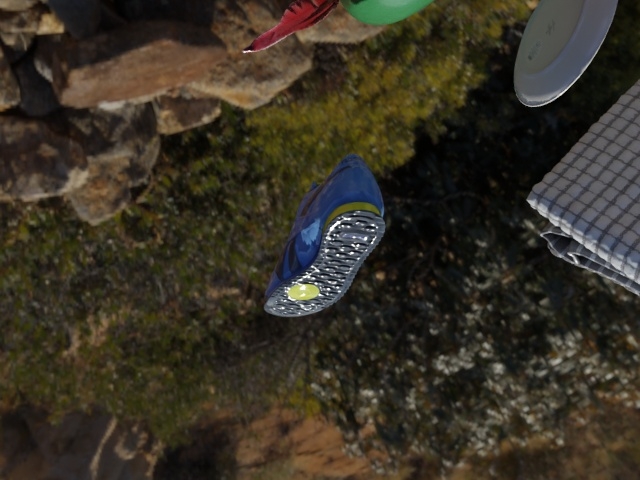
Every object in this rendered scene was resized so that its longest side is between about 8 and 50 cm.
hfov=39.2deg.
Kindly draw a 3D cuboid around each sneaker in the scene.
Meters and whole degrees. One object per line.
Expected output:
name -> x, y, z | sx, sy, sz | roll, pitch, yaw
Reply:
sneaker -> 0.000, 0.000, 0.874 | 0.069, 0.082, 0.209 | 8, 142, -23

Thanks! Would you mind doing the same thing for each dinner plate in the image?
dinner plate -> 0.207, -0.185, 0.784 | 0.017, 0.141, 0.141 | 20, 123, -17

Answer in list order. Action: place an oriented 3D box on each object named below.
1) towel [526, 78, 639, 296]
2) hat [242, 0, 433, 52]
towel -> 0.409, -0.052, 1.004 | 0.283, 0.235, 0.121 | -45, 145, -14
hat -> 0.045, -0.206, 0.839 | 0.172, 0.209, 0.184 | 5, 124, -20
